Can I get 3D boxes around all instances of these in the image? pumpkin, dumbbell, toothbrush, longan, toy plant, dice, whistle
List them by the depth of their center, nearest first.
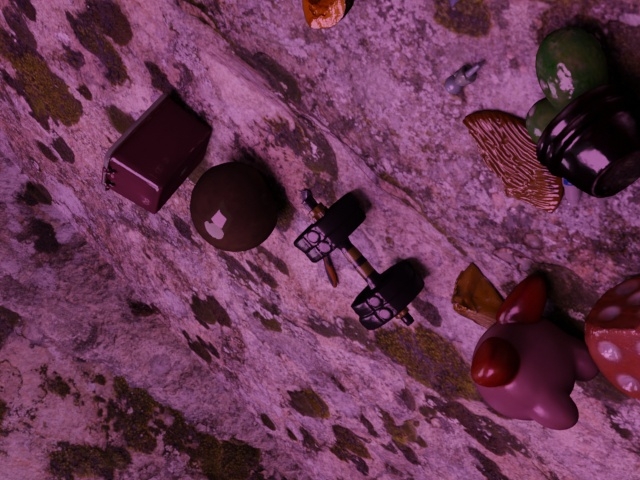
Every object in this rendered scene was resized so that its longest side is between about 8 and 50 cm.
[{"bbox_3d":[0.406,-0.194,1.203,0.218,0.175,0.235,94,151,-57],"label":"toy plant"},{"bbox_3d":[0.593,0.171,1.361,0.179,0.175,0.174,-15,114,54],"label":"dice"},{"bbox_3d":[0.256,-0.292,1.382,0.035,0.035,0.100,50,147,-5],"label":"whistle"},{"bbox_3d":[0.010,-0.487,1.389,0.118,0.107,0.184,5,122,38],"label":"pumpkin"},{"bbox_3d":[0.090,0.050,1.814,0.388,0.185,0.185,49,148,-4],"label":"dumbbell"},{"bbox_3d":[-0.222,-0.089,2.010,0.248,0.248,0.248,30,145,25],"label":"longan"},{"bbox_3d":[0.002,0.001,2.016,0.031,0.023,0.321,22,140,45],"label":"toothbrush"}]

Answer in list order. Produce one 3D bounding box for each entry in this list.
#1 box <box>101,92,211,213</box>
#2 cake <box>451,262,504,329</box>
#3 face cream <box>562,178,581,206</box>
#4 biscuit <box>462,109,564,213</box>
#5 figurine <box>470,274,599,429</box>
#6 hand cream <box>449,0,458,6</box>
[{"bbox_3d":[-0.428,-0.225,2.042,0.167,0.294,0.193,33,148,2],"label":"box"},{"bbox_3d":[0.365,0.131,1.720,0.184,0.116,0.079,19,157,-16],"label":"cake"},{"bbox_3d":[0.441,-0.116,1.356,0.034,0.034,0.130,17,138,38],"label":"face cream"},{"bbox_3d":[0.353,-0.149,1.427,0.228,0.031,0.176,34,145,19],"label":"biscuit"},{"bbox_3d":[0.413,0.251,1.607,0.261,0.270,0.211,43,149,-15],"label":"figurine"},{"bbox_3d":[0.252,-0.431,1.227,0.170,0.043,0.065,-10,112,59],"label":"hand cream"}]
